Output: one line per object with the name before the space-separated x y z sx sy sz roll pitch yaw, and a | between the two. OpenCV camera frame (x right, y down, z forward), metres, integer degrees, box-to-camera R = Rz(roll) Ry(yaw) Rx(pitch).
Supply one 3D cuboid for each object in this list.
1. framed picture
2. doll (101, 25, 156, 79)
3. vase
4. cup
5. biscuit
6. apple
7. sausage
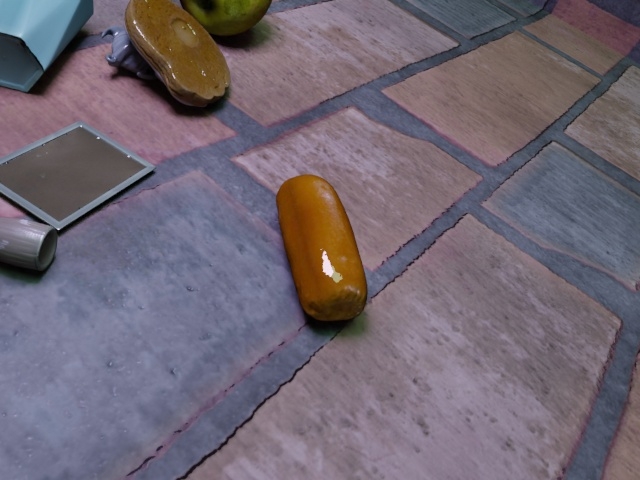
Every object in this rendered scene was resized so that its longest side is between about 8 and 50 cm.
framed picture | -0.335 -0.092 0.765 0.142 0.011 0.183 31 42 8
doll | -0.302 -0.333 0.990 0.195 0.062 0.104 -48 119 -52
vase | -0.353 -0.003 0.634 0.100 0.053 0.053 15 42 -5
cup | -0.446 -0.343 0.887 0.148 0.134 0.236 -11 51 11
biscuit | -0.241 -0.318 0.961 0.208 0.049 0.181 49 32 -10
apple | -0.188 -0.497 1.115 0.196 0.196 0.196 13 43 -12
sausage | 0.000 0.000 0.765 0.098 0.098 0.238 3 47 -22
